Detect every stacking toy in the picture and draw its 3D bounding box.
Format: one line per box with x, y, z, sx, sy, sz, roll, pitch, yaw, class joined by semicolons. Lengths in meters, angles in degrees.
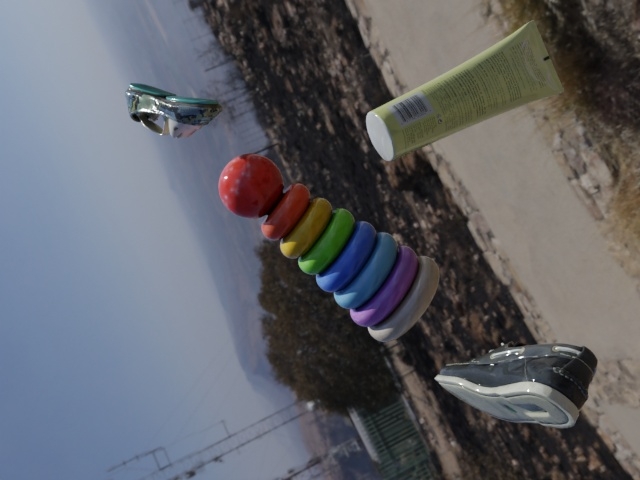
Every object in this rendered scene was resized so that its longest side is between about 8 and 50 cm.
0.000;0.000;0.919;0.330;0.141;0.141;35;175;-11;stacking toy

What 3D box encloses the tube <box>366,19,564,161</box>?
0.169;-0.166;0.759;0.062;0.240;0.070;52;164;42;tube

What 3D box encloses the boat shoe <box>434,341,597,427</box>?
0.211;0.154;0.736;0.084;0.079;0.233;37;160;-11;boat shoe

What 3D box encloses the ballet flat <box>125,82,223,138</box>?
-0.201;-0.173;0.905;0.188;0.070;0.070;22;141;41;ballet flat
